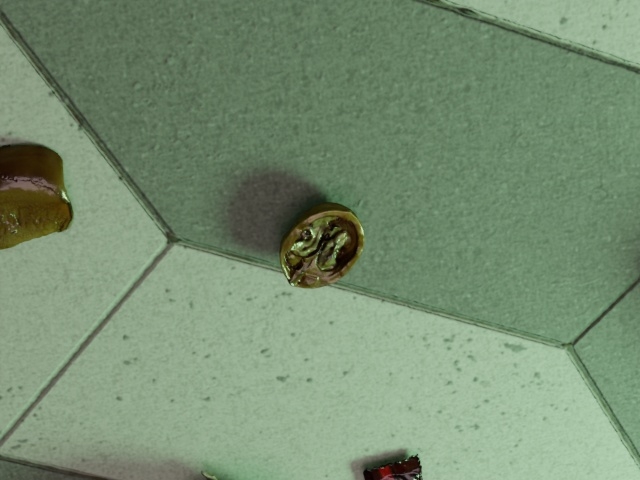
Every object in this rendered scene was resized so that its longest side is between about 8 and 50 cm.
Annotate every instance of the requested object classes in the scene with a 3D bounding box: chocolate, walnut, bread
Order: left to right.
[{"bbox_3d":[-0.351,-0.046,1.555,0.129,0.044,0.126,-15,121,0],"label":"bread"},{"bbox_3d":[0.000,0.000,1.606,0.091,0.052,0.121,32,114,-22],"label":"walnut"},{"bbox_3d":[0.117,0.369,1.838,0.086,0.028,0.182,-16,118,1],"label":"chocolate"}]

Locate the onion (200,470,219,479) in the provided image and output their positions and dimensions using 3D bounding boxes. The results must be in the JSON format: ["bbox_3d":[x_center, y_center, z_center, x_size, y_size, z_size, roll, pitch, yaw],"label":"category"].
[{"bbox_3d":[-0.101,0.428,1.774,0.200,0.200,0.207,23,102,-17],"label":"onion"}]
